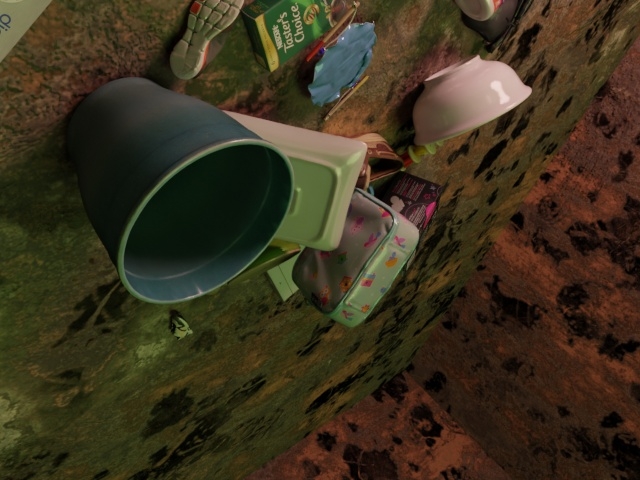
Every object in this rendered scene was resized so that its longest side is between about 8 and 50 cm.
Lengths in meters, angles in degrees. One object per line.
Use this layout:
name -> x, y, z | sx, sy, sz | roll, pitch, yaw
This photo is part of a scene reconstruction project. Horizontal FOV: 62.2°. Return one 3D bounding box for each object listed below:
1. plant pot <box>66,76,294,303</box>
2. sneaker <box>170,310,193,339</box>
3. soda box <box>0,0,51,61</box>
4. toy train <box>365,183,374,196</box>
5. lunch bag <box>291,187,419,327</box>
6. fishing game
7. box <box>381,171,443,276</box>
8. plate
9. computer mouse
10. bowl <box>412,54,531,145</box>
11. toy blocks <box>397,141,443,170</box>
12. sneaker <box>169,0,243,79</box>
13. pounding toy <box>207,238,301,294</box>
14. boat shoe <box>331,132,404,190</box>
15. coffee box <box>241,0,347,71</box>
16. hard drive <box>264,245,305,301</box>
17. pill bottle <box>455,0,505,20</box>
plant pot -> -0.221, -0.095, 0.761 | 0.272, 0.255, 0.271 | -35, 152, -22
sneaker -> -0.334, 0.204, 1.253 | 0.044, 0.040, 0.109 | -35, 151, -18
soda box -> -0.359, -0.242, 0.530 | 0.286, 0.098, 0.091 | -48, 152, 3
toy train -> 0.082, -0.026, 1.347 | 0.143, 0.105, 0.248 | -30, 119, -33
lunch bag -> 0.060, 0.033, 1.160 | 0.108, 0.224, 0.279 | 29, 99, -42
fishing game -> 0.038, -0.345, 1.028 | 0.189, 0.041, 0.264 | -47, 166, 1
box -> 0.235, -0.050, 1.545 | 0.247, 0.142, 0.163 | -55, 160, -28
plate -> -0.077, -0.091, 1.003 | 0.045, 0.278, 0.277 | -80, -176, -45
computer mouse -> 0.443, -0.555, 1.298 | 0.272, 0.072, 0.188 | -9, 136, -51
bowl -> 0.341, -0.357, 1.290 | 0.298, 0.134, 0.298 | -26, -166, 7
toy blocks -> 0.252, -0.239, 1.457 | 0.148, 0.054, 0.123 | -28, -169, 38
sneaker -> -0.166, -0.309, 0.789 | 0.158, 0.061, 0.065 | -50, 180, 10
pounding toy -> -0.167, 0.025, 1.211 | 0.237, 0.110, 0.183 | -29, 174, 32
boat shoe -> 0.068, -0.164, 1.233 | 0.342, 0.123, 0.123 | -19, 143, -43
coffee box -> -0.037, -0.376, 0.880 | 0.184, 0.040, 0.113 | -39, 153, -14
hard drive -> 0.000, 0.000, 1.450 | 0.353, 0.047, 0.233 | -40, 153, -12
pill bottle -> 0.386, -0.580, 1.138 | 0.193, 0.108, 0.108 | -47, 154, 1
